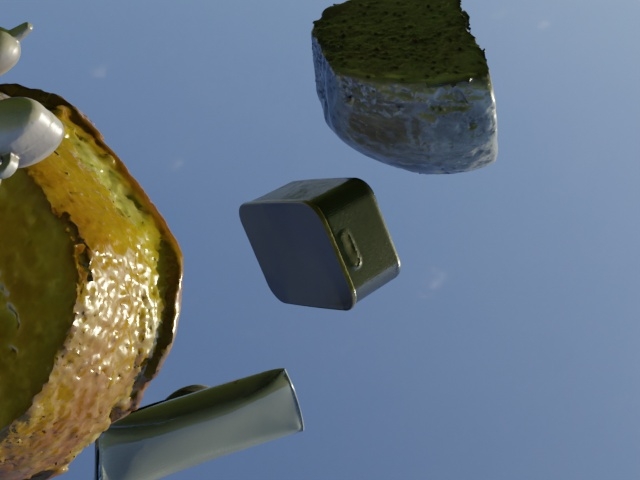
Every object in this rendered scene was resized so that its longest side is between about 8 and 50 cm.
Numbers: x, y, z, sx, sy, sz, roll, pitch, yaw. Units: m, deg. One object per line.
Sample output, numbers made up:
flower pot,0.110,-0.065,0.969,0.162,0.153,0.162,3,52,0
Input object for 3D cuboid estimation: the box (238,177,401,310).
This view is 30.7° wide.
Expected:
box,0.000,0.000,1.422,0.090,0.144,0.201,-29,-166,-28

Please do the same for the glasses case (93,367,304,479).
glasses case,-0.179,0.256,1.628,0.308,0.128,0.083,-15,-147,-22

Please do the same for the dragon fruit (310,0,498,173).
dragon fruit,0.108,-0.189,1.537,0.221,0.203,0.283,-8,-141,-4

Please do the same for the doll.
doll,-0.258,-0.090,0.842,0.160,0.059,0.161,3,-114,25

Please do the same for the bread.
bread,-0.332,0.038,1.061,0.398,0.398,0.215,15,177,16
